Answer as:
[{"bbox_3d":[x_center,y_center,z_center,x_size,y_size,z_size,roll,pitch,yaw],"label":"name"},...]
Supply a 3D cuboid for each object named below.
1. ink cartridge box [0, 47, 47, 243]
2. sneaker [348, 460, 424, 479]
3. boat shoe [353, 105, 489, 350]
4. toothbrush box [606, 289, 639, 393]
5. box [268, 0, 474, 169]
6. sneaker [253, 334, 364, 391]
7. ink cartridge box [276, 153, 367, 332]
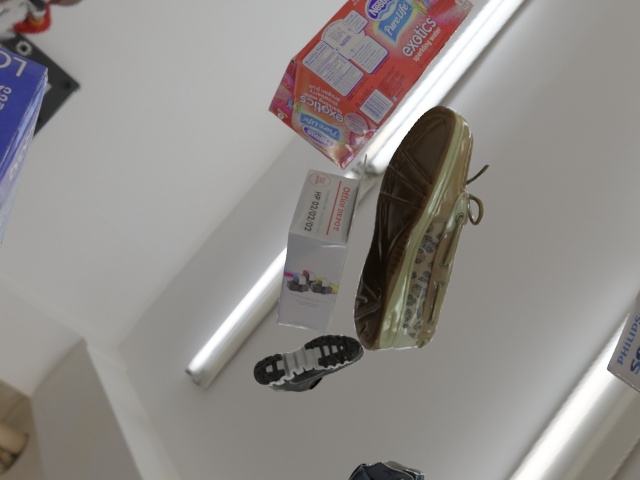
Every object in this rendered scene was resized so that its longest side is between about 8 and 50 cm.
[{"bbox_3d":[-0.357,-0.036,0.441,0.395,0.270,0.151,-45,-149,46],"label":"ink cartridge box"},{"bbox_3d":[0.112,0.403,0.895,0.226,0.086,0.163,41,-92,26],"label":"sneaker"},{"bbox_3d":[0.113,-0.007,0.733,0.104,0.089,0.285,-119,-140,-57],"label":"boat shoe"},{"bbox_3d":[0.500,0.099,0.719,0.126,0.296,0.216,-128,-124,-71],"label":"toothbrush box"},{"bbox_3d":[0.076,-0.275,0.995,0.300,0.154,0.142,-54,-176,-27],"label":"box"},{"bbox_3d":[-0.017,0.265,1.404,0.234,0.106,0.078,-18,-127,6],"label":"sneaker"},{"bbox_3d":[0.000,0.000,0.704,0.104,0.062,0.181,-76,178,-46],"label":"ink cartridge box"}]
